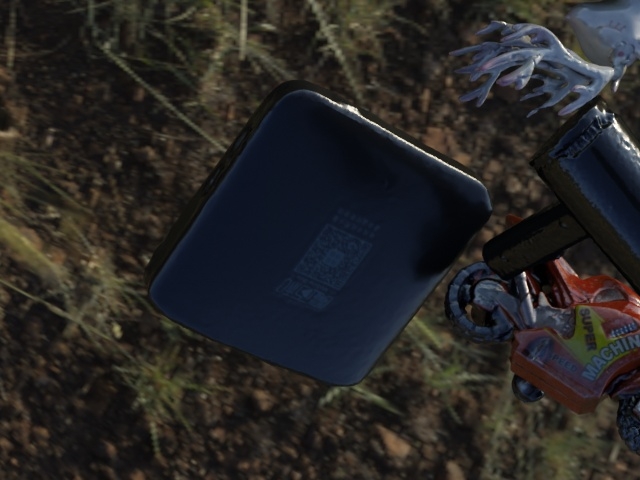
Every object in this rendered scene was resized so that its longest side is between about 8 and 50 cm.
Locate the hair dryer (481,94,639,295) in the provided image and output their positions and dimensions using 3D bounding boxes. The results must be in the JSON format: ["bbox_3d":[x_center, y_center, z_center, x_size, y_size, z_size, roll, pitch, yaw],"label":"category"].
[{"bbox_3d":[0.240,-0.010,1.267,0.197,0.251,0.089,48,61,-7],"label":"hair dryer"}]

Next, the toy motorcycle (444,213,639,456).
[{"bbox_3d":[0.274,0.099,1.383,0.171,0.298,0.089,-49,160,-18],"label":"toy motorcycle"}]

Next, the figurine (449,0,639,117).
[{"bbox_3d":[0.312,-0.302,1.707,0.284,0.206,0.315,-2,83,-7],"label":"figurine"}]

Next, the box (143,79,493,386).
[{"bbox_3d":[0.000,0.000,1.376,0.290,0.073,0.289,24,111,-32],"label":"box"}]
